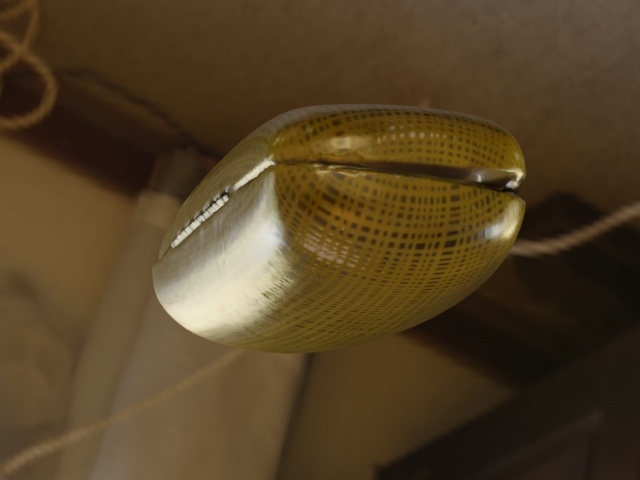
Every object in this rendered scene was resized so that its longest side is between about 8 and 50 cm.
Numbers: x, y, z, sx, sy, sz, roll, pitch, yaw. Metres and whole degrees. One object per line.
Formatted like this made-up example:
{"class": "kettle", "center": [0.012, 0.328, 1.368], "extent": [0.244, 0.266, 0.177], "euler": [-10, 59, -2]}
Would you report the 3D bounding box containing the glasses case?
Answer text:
{"class": "glasses case", "center": [0.000, 0.000, 0.605], "extent": [0.079, 0.064, 0.234], "euler": [6, 171, -12]}
